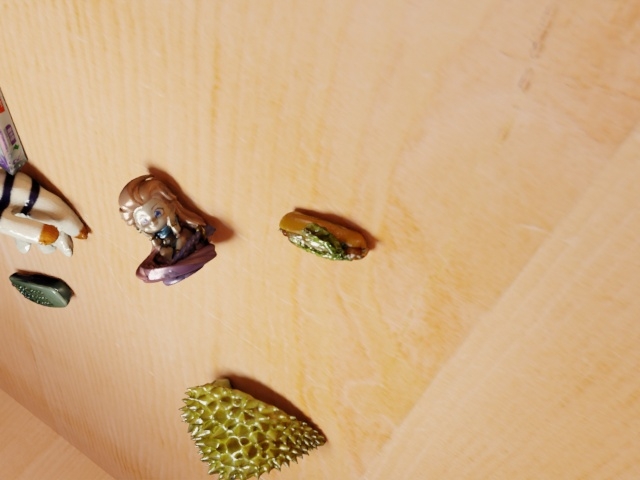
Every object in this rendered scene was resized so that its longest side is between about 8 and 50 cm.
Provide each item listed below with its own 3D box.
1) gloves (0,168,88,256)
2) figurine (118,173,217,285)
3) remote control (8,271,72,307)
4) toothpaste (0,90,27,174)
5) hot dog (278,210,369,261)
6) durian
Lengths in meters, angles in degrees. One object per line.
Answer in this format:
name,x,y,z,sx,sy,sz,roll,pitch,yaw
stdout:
gloves,-0.489,-0.053,1.581,0.219,0.131,0.140,11,169,-20
figurine,-0.213,-0.012,1.311,0.157,0.126,0.114,61,-162,12
remote control,-0.575,0.101,1.972,0.222,0.042,0.072,5,136,50
toothpaste,-0.498,-0.181,1.472,0.047,0.040,0.196,28,149,18
hot dog,0.000,0.000,1.117,0.133,0.041,0.056,16,144,38
durian,-0.150,0.322,1.693,0.306,0.167,0.172,-11,94,49
